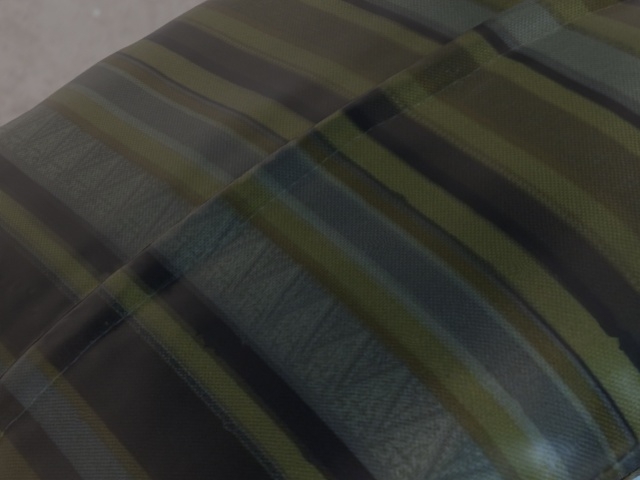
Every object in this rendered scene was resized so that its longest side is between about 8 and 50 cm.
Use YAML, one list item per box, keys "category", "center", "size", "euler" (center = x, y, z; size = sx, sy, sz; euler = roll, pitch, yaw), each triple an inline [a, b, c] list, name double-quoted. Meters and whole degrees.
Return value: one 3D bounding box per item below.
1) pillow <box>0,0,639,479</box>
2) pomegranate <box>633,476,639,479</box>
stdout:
- category: "pillow"
  center: [0.000, 0.000, 0.386]
  size: [0.212, 0.208, 0.052]
  euler: [-33, 123, -14]
- category: "pomegranate"
  center: [0.097, 0.046, 0.471]
  size: [0.159, 0.129, 0.129]
  euler: [21, 122, -9]
